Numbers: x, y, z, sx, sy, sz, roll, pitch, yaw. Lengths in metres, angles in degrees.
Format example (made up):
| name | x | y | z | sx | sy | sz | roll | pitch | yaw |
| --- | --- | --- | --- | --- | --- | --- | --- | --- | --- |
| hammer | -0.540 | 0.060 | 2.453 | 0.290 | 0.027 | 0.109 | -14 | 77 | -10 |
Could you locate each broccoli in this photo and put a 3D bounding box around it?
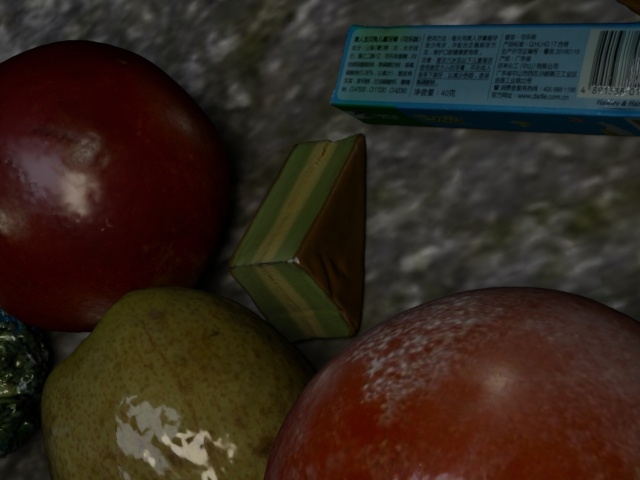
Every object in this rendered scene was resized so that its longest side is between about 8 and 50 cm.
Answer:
| name | x | y | z | sx | sy | sz | roll | pitch | yaw |
| --- | --- | --- | --- | --- | --- | --- | --- | --- | --- |
| broccoli | -0.309 | 0.106 | 1.050 | 0.154 | 0.160 | 0.167 | -28 | 69 | 60 |

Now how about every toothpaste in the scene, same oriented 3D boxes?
| name | x | y | z | sx | sy | sz | roll | pitch | yaw |
| --- | --- | --- | --- | --- | --- | --- | --- | --- | --- |
| toothpaste | 0.130 | -0.110 | 0.844 | 0.267 | 0.050 | 0.065 | 7 | 82 | 38 |

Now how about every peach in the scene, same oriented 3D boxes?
| name | x | y | z | sx | sy | sz | roll | pitch | yaw |
| --- | --- | --- | --- | --- | --- | --- | --- | --- | --- |
| peach | -0.186 | -0.034 | 0.969 | 0.244 | 0.200 | 0.243 | -3 | 85 | 39 |

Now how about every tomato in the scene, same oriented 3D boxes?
| name | x | y | z | sx | sy | sz | roll | pitch | yaw |
| --- | --- | --- | --- | --- | --- | --- | --- | --- | --- |
| tomato | 0.104 | 0.140 | 0.658 | 0.270 | 0.270 | 0.227 | -3 | 54 | 37 |

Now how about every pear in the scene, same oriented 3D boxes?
| name | x | y | z | sx | sy | sz | roll | pitch | yaw |
| --- | --- | --- | --- | --- | --- | --- | --- | --- | --- |
| pear | -0.076 | 0.149 | 0.825 | 0.188 | 0.228 | 0.211 | -26 | 61 | -13 |

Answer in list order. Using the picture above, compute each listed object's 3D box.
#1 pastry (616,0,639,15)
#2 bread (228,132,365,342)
| name | x | y | z | sx | sy | sz | roll | pitch | yaw |
| --- | --- | --- | --- | --- | --- | --- | --- | --- | --- |
| pastry | 0.263 | -0.248 | 0.577 | 0.389 | 0.388 | 0.312 | 18 | 80 | 39 |
| bread | 0.002 | -0.004 | 0.936 | 0.074 | 0.084 | 0.139 | -10 | 40 | 35 |
